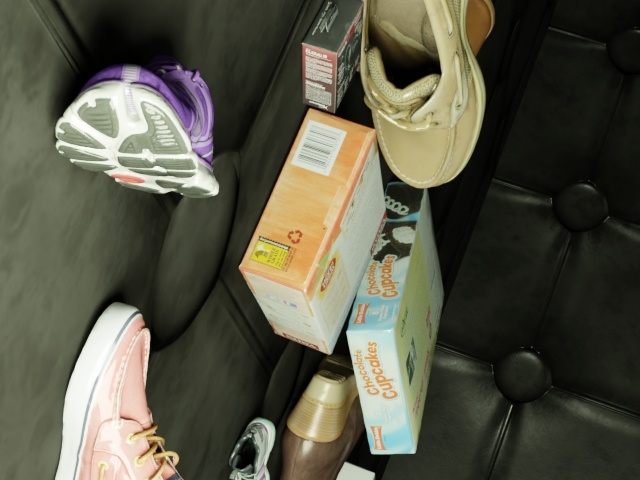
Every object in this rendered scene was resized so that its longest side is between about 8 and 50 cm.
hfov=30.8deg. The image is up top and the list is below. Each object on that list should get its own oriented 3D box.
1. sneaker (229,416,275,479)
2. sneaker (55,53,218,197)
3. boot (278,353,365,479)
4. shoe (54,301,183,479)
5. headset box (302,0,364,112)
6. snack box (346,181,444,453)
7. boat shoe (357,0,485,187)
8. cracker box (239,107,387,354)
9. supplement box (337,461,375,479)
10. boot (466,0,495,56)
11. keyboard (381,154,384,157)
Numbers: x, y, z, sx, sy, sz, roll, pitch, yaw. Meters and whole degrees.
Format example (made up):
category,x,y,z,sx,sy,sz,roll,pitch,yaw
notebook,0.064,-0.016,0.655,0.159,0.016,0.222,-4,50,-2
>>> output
category,x,y,z,sx,sy,sz,roll,pitch,yaw
sneaker,-0.076,0.232,1.170,0.069,0.038,0.098,-34,132,-69
sneaker,-0.089,-0.066,0.595,0.170,0.068,0.071,75,19,-85
boot,0.007,0.256,1.472,0.248,0.090,0.206,-1,109,-70
shoe,-0.112,0.129,0.705,0.063,0.081,0.177,-38,145,-70
headset box,0.010,-0.156,0.947,0.083,0.032,0.062,89,22,-58
snack box,0.099,0.087,1.440,0.322,0.060,0.187,-71,154,-55
boat shoe,0.079,-0.161,1.082,0.110,0.122,0.341,-58,153,-34
cracker box,0.000,0.000,1.066,0.232,0.067,0.155,72,39,-70
supplement box,0.010,0.372,1.606,0.220,0.114,0.111,83,29,-68
boot,0.158,-0.211,1.448,0.197,0.073,0.152,89,22,-61
keyboard,0.114,-0.179,1.390,0.100,0.038,0.192,-54,159,-56
